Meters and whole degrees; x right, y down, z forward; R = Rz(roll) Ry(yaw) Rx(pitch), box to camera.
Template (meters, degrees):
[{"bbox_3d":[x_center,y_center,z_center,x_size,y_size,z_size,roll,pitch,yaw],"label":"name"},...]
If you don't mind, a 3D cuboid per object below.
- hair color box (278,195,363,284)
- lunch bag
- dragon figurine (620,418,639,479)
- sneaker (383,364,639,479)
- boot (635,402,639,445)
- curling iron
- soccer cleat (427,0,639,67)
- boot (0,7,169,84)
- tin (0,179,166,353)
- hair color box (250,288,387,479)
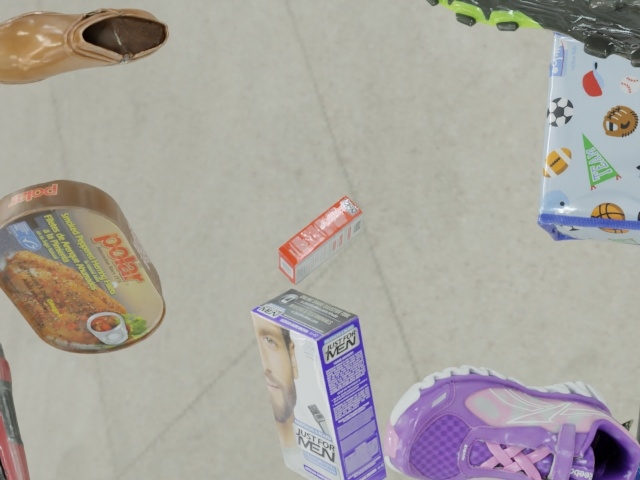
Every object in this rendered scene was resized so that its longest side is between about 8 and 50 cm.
[{"bbox_3d":[0.000,0.000,1.793,0.043,0.141,0.072,45,160,19],"label":"hair color box"},{"bbox_3d":[0.550,-0.150,1.787,0.385,0.239,0.328,2,85,21],"label":"lunch bag"},{"bbox_3d":[0.297,0.281,1.206,0.289,0.085,0.144,-29,74,8],"label":"dragon figurine"},{"bbox_3d":[0.165,0.165,0.935,0.104,0.236,0.095,41,121,57],"label":"sneaker"},{"bbox_3d":[0.536,0.271,1.598,0.094,0.246,0.207,-116,26,-51],"label":"boot"},{"bbox_3d":[-0.288,0.108,0.966,0.068,0.035,0.274,-13,88,20],"label":"curling iron"},{"bbox_3d":[0.194,-0.236,1.002,0.289,0.121,0.093,25,143,20],"label":"soccer cleat"},{"bbox_3d":[-0.254,-0.202,1.177,0.152,0.197,0.073,-151,47,-68],"label":"boot"},{"bbox_3d":[-0.186,0.023,0.893,0.106,0.190,0.040,-13,52,4],"label":"tin"},{"bbox_3d":[-0.001,0.271,2.037,0.185,0.110,0.339,19,127,48],"label":"hair color box"}]
